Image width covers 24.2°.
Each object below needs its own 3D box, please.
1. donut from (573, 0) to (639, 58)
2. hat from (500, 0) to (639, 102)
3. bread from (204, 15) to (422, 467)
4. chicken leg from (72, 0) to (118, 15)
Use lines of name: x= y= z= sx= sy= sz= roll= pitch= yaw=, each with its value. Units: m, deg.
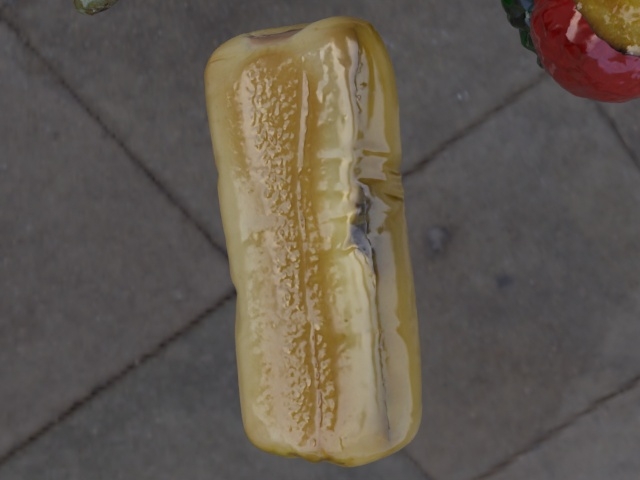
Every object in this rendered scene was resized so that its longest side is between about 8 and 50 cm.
donut: x=0.200 y=-0.187 z=0.812 sx=0.073 sy=0.184 sz=0.166 roll=-11 pitch=149 yaw=-46
hat: x=0.256 y=-0.230 z=1.233 sx=0.242 sy=0.332 sz=0.274 roll=-16 pitch=117 yaw=18
bread: x=0.000 y=0.000 z=1.027 sx=0.142 sy=0.305 sz=0.091 roll=-7 pitch=178 yaw=34
chicken leg: x=-0.144 y=-0.335 z=1.284 sx=0.211 sy=0.140 sz=0.361 roll=-5 pitch=160 yaw=-3
